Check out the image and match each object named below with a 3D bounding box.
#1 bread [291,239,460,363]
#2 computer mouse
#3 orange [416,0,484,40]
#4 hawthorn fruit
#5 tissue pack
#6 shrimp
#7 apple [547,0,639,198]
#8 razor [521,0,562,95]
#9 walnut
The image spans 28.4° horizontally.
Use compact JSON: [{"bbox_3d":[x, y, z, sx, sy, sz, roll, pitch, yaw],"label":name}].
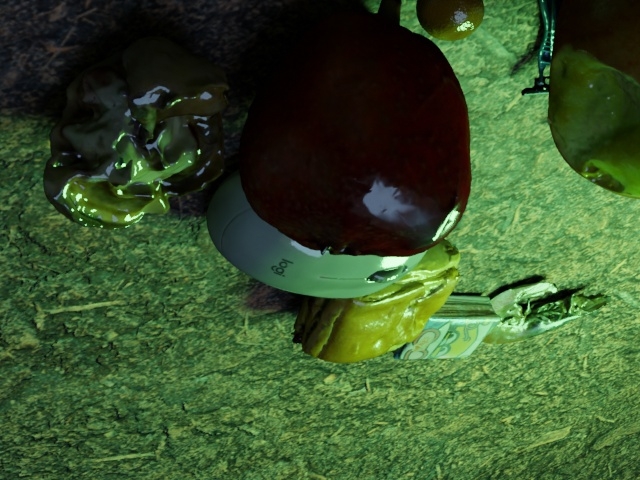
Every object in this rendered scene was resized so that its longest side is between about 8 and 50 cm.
[{"bbox_3d":[0.086,0.094,1.872,0.235,0.099,0.210,-8,143,-35],"label":"bread"},{"bbox_3d":[0.000,0.000,1.622,0.296,0.121,0.184,20,134,-18],"label":"computer mouse"},{"bbox_3d":[0.150,-0.266,1.455,0.085,0.085,0.085,-16,146,-11],"label":"orange"},{"bbox_3d":[0.043,-0.132,1.432,0.265,0.307,0.265,9,178,0],"label":"hawthorn fruit"},{"bbox_3d":[0.198,0.142,2.054,0.155,0.065,0.115,2,138,-34],"label":"tissue pack"},{"bbox_3d":[0.374,0.115,2.137,0.251,0.052,0.143,-17,143,-9],"label":"shrimp"},{"bbox_3d":[0.431,-0.207,1.460,0.339,0.340,0.340,-16,146,-11],"label":"apple"},{"bbox_3d":[0.285,-0.274,1.560,0.082,0.042,0.253,-5,145,8],"label":"razor"},{"bbox_3d":[-0.196,-0.126,1.386,0.238,0.141,0.204,-42,155,24],"label":"walnut"}]
